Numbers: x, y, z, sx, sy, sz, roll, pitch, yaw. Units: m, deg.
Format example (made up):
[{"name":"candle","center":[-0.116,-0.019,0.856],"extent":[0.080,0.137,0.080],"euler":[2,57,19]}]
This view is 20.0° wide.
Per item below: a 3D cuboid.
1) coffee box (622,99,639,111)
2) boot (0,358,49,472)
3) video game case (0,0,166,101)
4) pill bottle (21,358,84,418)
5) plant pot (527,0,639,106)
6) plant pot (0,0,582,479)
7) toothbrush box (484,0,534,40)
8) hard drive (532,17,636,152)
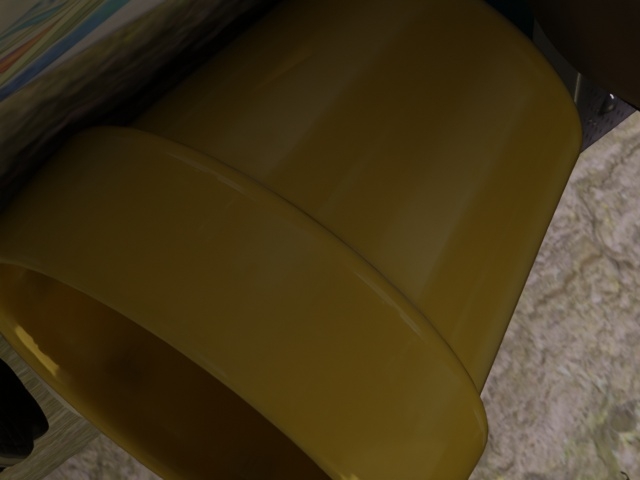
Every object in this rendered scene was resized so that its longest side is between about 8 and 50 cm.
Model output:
[{"name":"coffee box","center":[0.273,-0.169,1.044],"extent":[0.246,0.141,0.098],"euler":[-53,166,-1]},{"name":"boot","center":[-0.273,0.150,1.150],"extent":[0.178,0.085,0.236],"euler":[-36,177,0]},{"name":"video game case","center":[0.027,-0.162,0.492],"extent":[0.300,0.036,0.329],"euler":[-36,179,-30]},{"name":"pill bottle","center":[-0.088,0.014,1.051],"extent":[0.186,0.112,0.112],"euler":[-39,176,3]},{"name":"plant pot","center":[0.233,-0.163,0.828],"extent":[0.323,0.323,0.280],"euler":[-37,-169,-19]},{"name":"plant pot","center":[0.000,0.000,0.885],"extent":[0.239,0.254,0.254],"euler":[-52,-179,-19]},{"name":"toothbrush box","center":[0.160,-0.144,1.384],"extent":[0.295,0.126,0.216],"euler":[-34,174,-39]},{"name":"hard drive","center":[0.204,-0.186,1.140],"extent":[0.172,0.054,0.255],"euler":[-36,148,-33]}]
